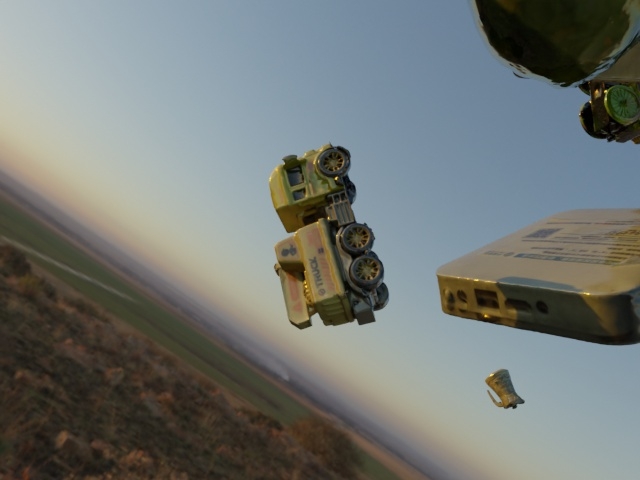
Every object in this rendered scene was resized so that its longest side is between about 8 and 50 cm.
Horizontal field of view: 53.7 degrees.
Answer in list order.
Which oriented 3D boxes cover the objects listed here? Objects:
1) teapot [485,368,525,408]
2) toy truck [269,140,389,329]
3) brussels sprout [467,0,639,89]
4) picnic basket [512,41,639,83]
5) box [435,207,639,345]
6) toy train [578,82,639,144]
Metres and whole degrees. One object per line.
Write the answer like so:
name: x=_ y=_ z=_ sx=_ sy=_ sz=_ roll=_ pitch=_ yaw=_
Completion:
teapot: x=0.400 y=0.330 z=1.376 sx=0.057 sy=0.067 sz=0.083 roll=21 pitch=33 yaw=-48
toy truck: x=0.000 y=0.000 z=0.946 sx=0.124 sy=0.157 sz=0.272 roll=69 pitch=5 yaw=-65
brussels sprout: x=0.265 y=-0.279 z=0.686 sx=0.271 sy=0.210 sz=0.220 roll=40 pitch=24 yaw=-58
picnic basket: x=0.504 y=-0.392 z=1.109 sx=0.312 sy=0.228 sz=0.175 roll=7 pitch=20 yaw=15
box: x=0.446 y=0.043 z=1.048 sx=0.396 sy=0.396 sz=0.111 roll=3 pitch=-69 yaw=61
toy train: x=0.604 y=-0.338 z=1.281 sx=0.160 sy=0.296 sz=0.100 roll=2 pitch=-13 yaw=-14
